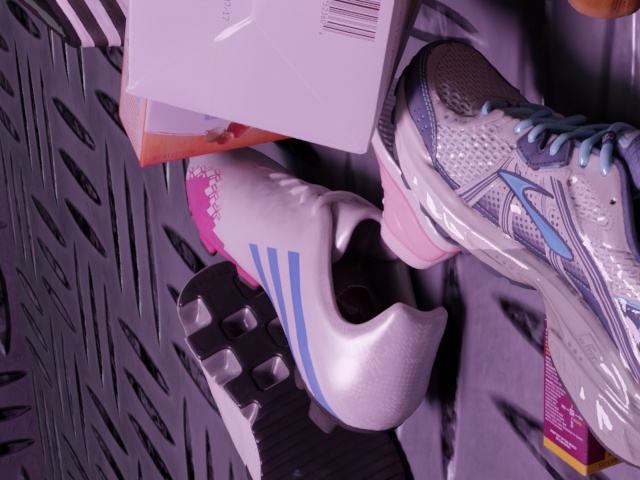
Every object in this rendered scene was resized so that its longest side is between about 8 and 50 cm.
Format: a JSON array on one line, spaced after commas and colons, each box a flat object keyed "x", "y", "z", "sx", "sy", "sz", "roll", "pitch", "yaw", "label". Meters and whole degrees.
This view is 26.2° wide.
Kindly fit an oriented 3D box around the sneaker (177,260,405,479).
[{"x": -0.013, "y": 0.178, "z": 1.198, "sx": 0.146, "sy": 0.122, "sz": 0.330, "roll": 78, "pitch": 167, "yaw": -58, "label": "sneaker"}]

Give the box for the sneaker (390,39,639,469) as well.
[{"x": 0.145, "y": -0.024, "z": 0.712, "sx": 0.283, "sy": 0.110, "sz": 0.122, "roll": 54, "pitch": 140, "yaw": 30, "label": "sneaker"}]

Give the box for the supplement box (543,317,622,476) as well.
[{"x": 0.158, "y": 0.081, "z": 0.772, "sx": 0.043, "sy": 0.055, "sz": 0.083, "roll": 35, "pitch": 134, "yaw": 58, "label": "supplement box"}]

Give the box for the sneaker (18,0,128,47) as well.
[{"x": -0.196, "y": -0.371, "z": 1.119, "sx": 0.169, "sy": 0.257, "sz": 0.448, "roll": 164, "pitch": 93, "yaw": -68, "label": "sneaker"}]

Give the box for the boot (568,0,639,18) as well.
[{"x": 0.107, "y": -0.274, "z": 0.628, "sx": 0.264, "sy": 0.096, "sz": 0.280, "roll": 63, "pitch": 178, "yaw": 19, "label": "boot"}]

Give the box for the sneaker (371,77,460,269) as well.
[{"x": 0.057, "y": -0.041, "z": 0.956, "sx": 0.134, "sy": 0.051, "sz": 0.070, "roll": 67, "pitch": 151, "yaw": 15, "label": "sneaker"}]

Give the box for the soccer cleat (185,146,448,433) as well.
[{"x": 0.000, "y": 0.000, "z": 1.073, "sx": 0.331, "sy": 0.116, "sz": 0.143, "roll": 55, "pitch": 134, "yaw": 39, "label": "soccer cleat"}]

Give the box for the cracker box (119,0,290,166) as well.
[{"x": -0.065, "y": -0.166, "z": 1.046, "sx": 0.232, "sy": 0.155, "sz": 0.067, "roll": 104, "pitch": 146, "yaw": -50, "label": "cracker box"}]

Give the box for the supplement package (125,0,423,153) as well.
[{"x": -0.005, "y": -0.198, "z": 0.775, "sx": 0.194, "sy": 0.149, "sz": 0.203, "roll": 100, "pitch": -172, "yaw": -45, "label": "supplement package"}]
